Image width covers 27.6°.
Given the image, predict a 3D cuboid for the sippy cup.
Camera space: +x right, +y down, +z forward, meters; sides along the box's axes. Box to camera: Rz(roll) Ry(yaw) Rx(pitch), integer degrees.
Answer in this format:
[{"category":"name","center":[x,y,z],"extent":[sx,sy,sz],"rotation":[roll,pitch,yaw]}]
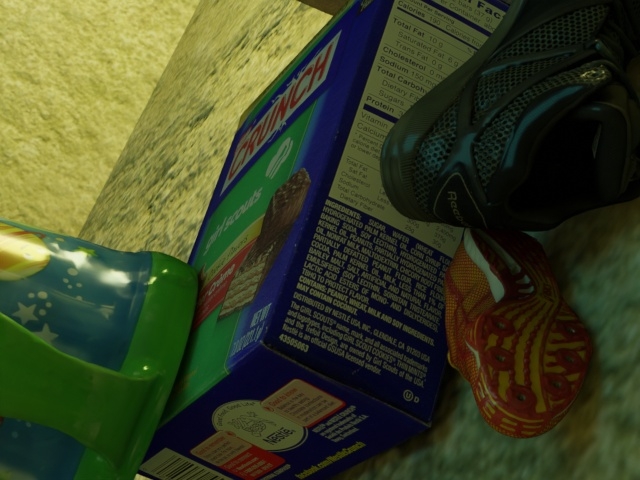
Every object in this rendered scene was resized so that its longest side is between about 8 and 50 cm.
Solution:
[{"category":"sippy cup","center":[-0.229,0.080,0.865],"extent":[0.305,0.224,0.240],"rotation":[-52,19,42]}]

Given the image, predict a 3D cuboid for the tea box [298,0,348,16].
[{"category":"tea box","center":[0.065,-0.373,0.980],"extent":[0.329,0.220,0.324],"rotation":[107,-175,-74]}]

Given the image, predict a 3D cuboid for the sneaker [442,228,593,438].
[{"category":"sneaker","center":[0.095,0.053,0.660],"extent":[0.175,0.064,0.067],"rotation":[-82,9,-65]}]

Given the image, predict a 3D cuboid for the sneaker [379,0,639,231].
[{"category":"sneaker","center":[0.145,-0.088,0.688],"extent":[0.130,0.087,0.227],"rotation":[19,58,47]}]

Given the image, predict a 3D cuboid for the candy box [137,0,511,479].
[{"category":"candy box","center":[0.000,0.000,0.889],"extent":[0.268,0.122,0.317],"rotation":[-41,25,54]}]
